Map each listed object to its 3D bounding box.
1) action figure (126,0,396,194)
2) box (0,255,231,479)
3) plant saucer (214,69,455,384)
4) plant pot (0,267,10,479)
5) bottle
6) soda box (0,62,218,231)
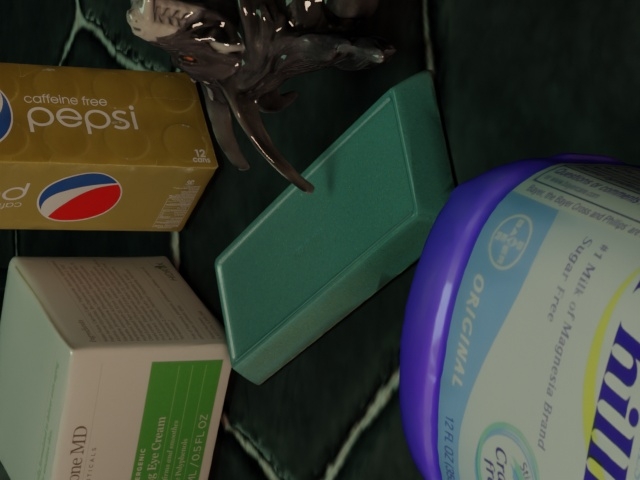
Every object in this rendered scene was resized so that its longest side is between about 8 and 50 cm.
[{"bbox_3d":[-0.037,-0.161,0.705,0.164,0.141,0.275,24,107,59],"label":"action figure"},{"bbox_3d":[-0.105,0.072,0.880,0.102,0.087,0.101,46,129,54],"label":"box"},{"bbox_3d":[0.000,0.000,0.759,0.192,0.018,0.067,-43,52,55],"label":"plant saucer"},{"bbox_3d":[-0.258,0.119,1.027,0.252,0.248,0.247,-19,72,42],"label":"plant pot"},{"bbox_3d":[0.122,0.060,0.442,0.283,0.092,0.118,30,115,59],"label":"bottle"},{"bbox_3d":[-0.146,-0.045,0.860,0.058,0.181,0.061,-55,42,47],"label":"soda box"}]
